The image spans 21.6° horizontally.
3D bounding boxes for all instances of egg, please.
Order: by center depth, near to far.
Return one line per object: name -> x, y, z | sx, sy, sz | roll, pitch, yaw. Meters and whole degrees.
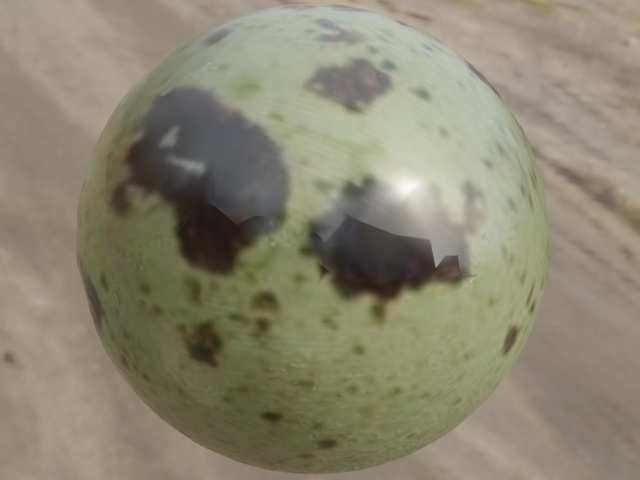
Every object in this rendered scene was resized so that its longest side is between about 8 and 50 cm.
egg -> 0.000, 0.000, 1.045 | 0.288, 0.287, 0.379 | 17, 5, 11
